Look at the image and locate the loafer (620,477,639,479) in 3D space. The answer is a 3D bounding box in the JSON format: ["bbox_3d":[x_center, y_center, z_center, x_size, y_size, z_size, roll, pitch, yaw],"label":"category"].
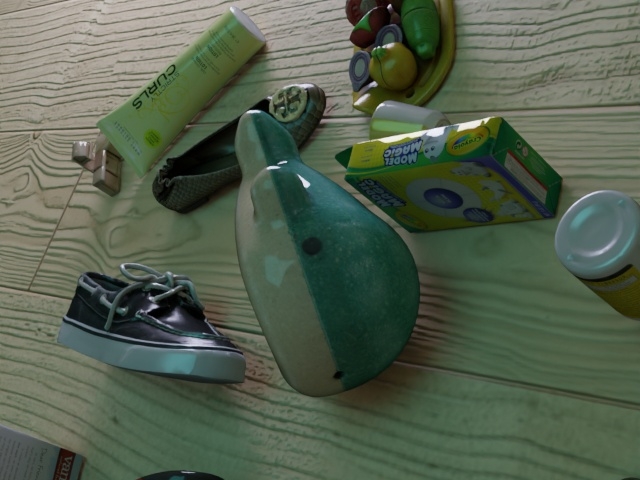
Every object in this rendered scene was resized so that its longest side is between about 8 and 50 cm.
[{"bbox_3d":[0.189,0.223,0.682,0.056,0.050,0.148,-5,61,43],"label":"loafer"}]

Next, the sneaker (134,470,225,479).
[{"bbox_3d":[-0.181,0.315,0.966,0.270,0.090,0.145,-31,47,32],"label":"sneaker"}]

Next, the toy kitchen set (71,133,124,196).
[{"bbox_3d":[-0.269,-0.119,1.361,0.075,0.068,0.083,-29,47,29],"label":"toy kitchen set"}]

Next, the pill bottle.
[{"bbox_3d":[0.219,0.018,0.738,0.065,0.116,0.065,-25,48,32],"label":"pill bottle"}]

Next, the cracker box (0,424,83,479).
[{"bbox_3d":[-0.369,0.261,1.076,0.067,0.232,0.156,-13,56,41],"label":"cracker box"}]

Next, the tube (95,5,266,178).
[{"bbox_3d":[-0.171,-0.186,1.312,0.240,0.062,0.070,-40,45,17],"label":"tube"}]

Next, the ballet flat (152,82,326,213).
[{"bbox_3d":[-0.099,-0.106,1.189,0.250,0.058,0.084,-28,48,30],"label":"ballet flat"}]

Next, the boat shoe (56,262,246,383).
[{"bbox_3d":[-0.174,0.081,1.097,0.306,0.113,0.105,5,83,57],"label":"boat shoe"}]

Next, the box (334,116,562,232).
[{"bbox_3d":[0.103,-0.052,0.912,0.179,0.105,0.043,-5,59,44],"label":"box"}]

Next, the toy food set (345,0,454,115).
[{"bbox_3d":[0.067,-0.229,1.094,0.128,0.071,0.218,-24,49,33],"label":"toy food set"}]

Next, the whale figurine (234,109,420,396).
[{"bbox_3d":[0.000,0.000,0.928,0.141,0.216,0.272,-17,52,0],"label":"whale figurine"}]

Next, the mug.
[{"bbox_3d":[0.088,-0.092,0.997,0.064,0.062,0.078,9,83,39],"label":"mug"}]
